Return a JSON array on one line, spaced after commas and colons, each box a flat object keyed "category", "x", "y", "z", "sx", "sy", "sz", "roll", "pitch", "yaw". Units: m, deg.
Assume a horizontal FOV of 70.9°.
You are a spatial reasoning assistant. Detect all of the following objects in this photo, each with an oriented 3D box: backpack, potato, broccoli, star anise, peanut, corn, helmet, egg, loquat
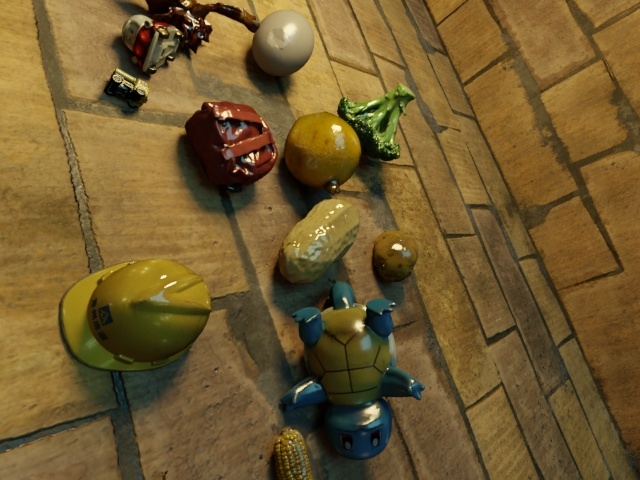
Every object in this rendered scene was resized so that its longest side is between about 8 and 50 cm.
[{"category": "backpack", "x": -0.198, "y": -0.234, "z": 1.071, "sx": 0.229, "sy": 0.139, "sz": 0.229, "roll": 24, "pitch": 52, "yaw": -36}, {"category": "potato", "x": 0.229, "y": 0.040, "z": 1.378, "sx": 0.137, "sy": 0.137, "sz": 0.175, "roll": 25, "pitch": 49, "yaw": -36}, {"category": "broccoli", "x": 0.200, "y": -0.398, "z": 1.499, "sx": 0.268, "sy": 0.269, "sz": 0.254, "roll": 62, "pitch": 26, "yaw": 2}, {"category": "star anise", "x": -0.318, "y": -0.598, "z": 1.162, "sx": 0.347, "sy": 0.148, "sz": 0.237, "roll": 7, "pitch": 64, "yaw": -34}, {"category": "peanut", "x": 0.000, "y": 0.000, "z": 1.144, "sx": 0.152, "sy": 0.152, "sz": 0.313, "roll": 53, "pitch": 39, "yaw": -10}, {"category": "corn", "x": -0.047, "y": 0.469, "z": 0.867, "sx": 0.068, "sy": 0.068, "sz": 0.207, "roll": 4, "pitch": 67, "yaw": -46}, {"category": "helmet", "x": -0.285, "y": 0.111, "z": 0.778, "sx": 0.257, "sy": 0.140, "sz": 0.205, "roll": -4, "pitch": 70, "yaw": -51}, {"category": "egg", "x": -0.114, "y": -0.588, "z": 1.347, "sx": 0.176, "sy": 0.176, "sz": 0.231, "roll": 48, "pitch": 46, "yaw": -15}, {"category": "loquat", "x": 0.009, "y": -0.229, "z": 1.245, "sx": 0.214, "sy": 0.213, "sz": 0.245, "roll": 10, "pitch": 58, "yaw": -44}]

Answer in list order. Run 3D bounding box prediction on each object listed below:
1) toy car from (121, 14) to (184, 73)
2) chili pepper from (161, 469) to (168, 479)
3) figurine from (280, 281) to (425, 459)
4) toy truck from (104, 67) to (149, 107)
[{"category": "toy car", "x": -0.397, "y": -0.468, "z": 1.041, "sx": 0.112, "sy": 0.112, "sz": 0.139, "roll": 34, "pitch": 34, "yaw": -7}, {"category": "chili pepper", "x": -0.188, "y": 0.489, "z": 0.723, "sx": 0.051, "sy": 0.059, "sz": 0.267, "roll": -31, "pitch": 95, "yaw": -13}, {"category": "figurine", "x": 0.055, "y": 0.262, "z": 1.009, "sx": 0.298, "sy": 0.243, "sz": 0.415, "roll": -6, "pitch": 61, "yaw": -2}, {"category": "toy truck", "x": -0.413, "y": -0.329, "z": 0.971, "sx": 0.083, "sy": 0.049, "sz": 0.054, "roll": 26, "pitch": 49, "yaw": -34}]
